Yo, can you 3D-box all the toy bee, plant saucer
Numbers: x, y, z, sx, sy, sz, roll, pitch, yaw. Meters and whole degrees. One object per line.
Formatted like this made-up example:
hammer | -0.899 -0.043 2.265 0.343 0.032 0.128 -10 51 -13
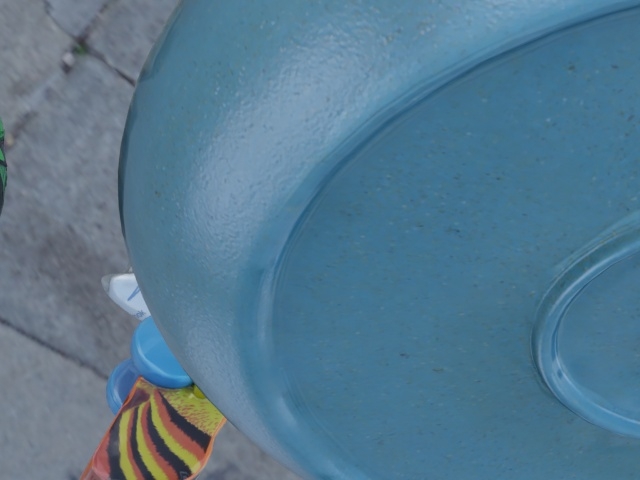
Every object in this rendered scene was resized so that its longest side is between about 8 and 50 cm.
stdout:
toy bee | -0.097 0.119 1.365 0.162 0.195 0.298 22 68 -10
plant saucer | 0.105 0.011 0.404 0.318 0.043 0.317 1 140 1

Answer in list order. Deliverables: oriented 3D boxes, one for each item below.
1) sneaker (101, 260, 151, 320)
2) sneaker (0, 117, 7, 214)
sneaker | -0.133 -0.040 1.689 0.129 0.111 0.297 28 78 -25
sneaker | -0.354 -0.065 0.921 0.344 0.134 0.146 15 85 -23
